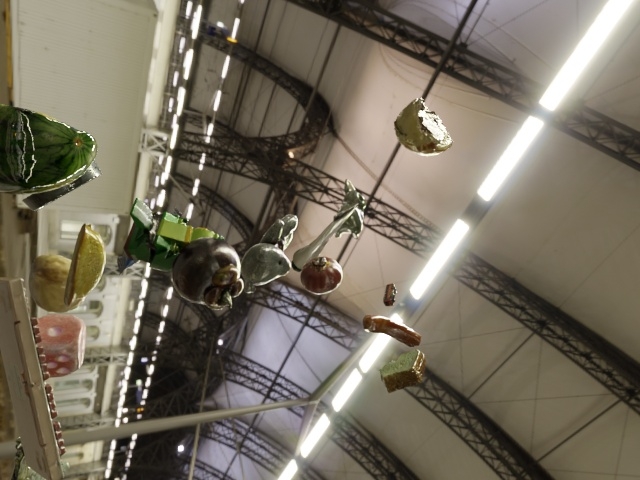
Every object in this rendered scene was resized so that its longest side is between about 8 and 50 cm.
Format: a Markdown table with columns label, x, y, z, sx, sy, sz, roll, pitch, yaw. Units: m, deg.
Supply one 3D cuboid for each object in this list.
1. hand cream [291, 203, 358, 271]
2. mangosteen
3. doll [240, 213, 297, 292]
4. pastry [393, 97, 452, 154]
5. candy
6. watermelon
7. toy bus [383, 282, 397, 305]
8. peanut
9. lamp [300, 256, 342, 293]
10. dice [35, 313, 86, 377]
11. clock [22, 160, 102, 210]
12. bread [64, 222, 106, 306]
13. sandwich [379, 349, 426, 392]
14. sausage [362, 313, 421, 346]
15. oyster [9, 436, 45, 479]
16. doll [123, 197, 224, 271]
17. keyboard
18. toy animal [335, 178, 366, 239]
| label | x | y | z | sx | sy | sz | roll | pitch | yaw |
| --- | --- | --- | --- | --- | --- | --- | --- | --- | --- |
| hand cream | 0.000 | 0.000 | 1.300 | 0.076 | 0.121 | 0.336 | 48 | -46 | 6 |
| mangosteen | -0.191 | 0.064 | 0.704 | 0.140 | 0.140 | 0.140 | -11 | -102 | 58 |
| doll | -0.156 | 0.040 | 1.484 | 0.158 | 0.340 | 0.245 | 28 | -50 | 14 |
| pastry | 0.404 | -0.441 | 1.638 | 0.170 | 0.256 | 0.236 | -29 | -85 | 33 |
| candy | -0.690 | -0.010 | 1.614 | 0.331 | 0.077 | 0.187 | -48 | -149 | -5 |
| watermelon | -0.474 | -0.135 | 0.607 | 0.204 | 0.232 | 0.127 | 142 | -43 | -80 |
| toy bus | 0.271 | 0.212 | 1.573 | 0.043 | 0.031 | 0.110 | -15 | -153 | 26 |
| peanut | -0.674 | 0.113 | 1.035 | 0.141 | 0.109 | 0.159 | 26 | -60 | 16 |
| lamp | 0.002 | 0.082 | 0.949 | 0.101 | 0.101 | 0.090 | 48 | -24 | 50 |
| dice | -0.517 | 0.206 | 0.788 | 0.093 | 0.094 | 0.091 | -111 | -144 | -46 |
| clock | -0.731 | -0.155 | 1.148 | 0.215 | 0.215 | 0.042 | 12 | -45 | 59 |
| bread | -0.529 | 0.055 | 0.905 | 0.149 | 0.065 | 0.187 | 2 | -98 | 54 |
| sandwich | 0.167 | 0.261 | 0.814 | 0.093 | 0.105 | 0.035 | -27 | -89 | 31 |
| sausage | 0.309 | 0.391 | 1.774 | 0.076 | 0.302 | 0.103 | -62 | -161 | 12 |
| oyster | -0.584 | 0.453 | 0.807 | 0.177 | 0.064 | 0.124 | 149 | -50 | -63 |
| doll | -0.278 | 0.003 | 0.776 | 0.134 | 0.186 | 0.106 | -47 | -148 | 41 |
| keyboard | -0.235 | 0.110 | 0.324 | 0.055 | 0.017 | 0.165 | -2 | -81 | 36 |
| toy animal | 0.124 | -0.134 | 1.594 | 0.127 | 0.125 | 0.251 | -31 | -137 | 55 |
